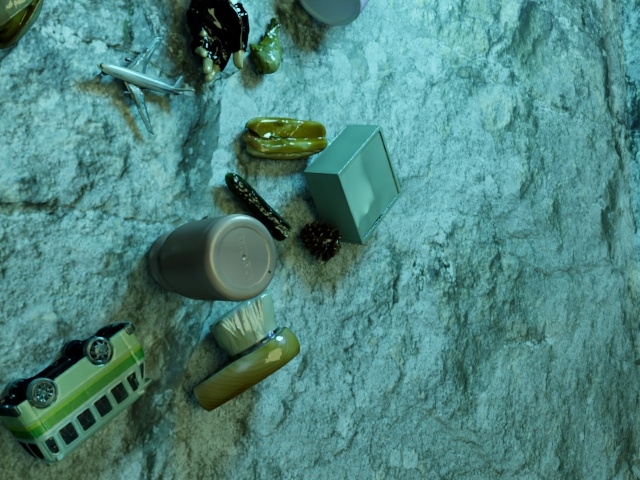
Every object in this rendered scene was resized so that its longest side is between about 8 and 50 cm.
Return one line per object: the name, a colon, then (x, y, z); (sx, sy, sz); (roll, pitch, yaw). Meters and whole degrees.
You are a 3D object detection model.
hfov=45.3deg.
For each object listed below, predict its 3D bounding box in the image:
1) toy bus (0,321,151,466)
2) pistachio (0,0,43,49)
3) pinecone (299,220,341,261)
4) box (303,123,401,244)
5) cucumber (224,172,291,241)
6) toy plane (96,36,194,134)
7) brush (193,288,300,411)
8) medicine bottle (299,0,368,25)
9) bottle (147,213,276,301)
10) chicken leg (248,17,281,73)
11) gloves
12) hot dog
toy bus: (-0.457, 0.285, 1.459); (0.276, 0.134, 0.164); (-37, 107, -38)
pistachio: (-0.587, -0.467, 1.470); (0.129, 0.132, 0.206); (48, 48, -59)
pinecone: (0.001, -0.002, 1.958); (0.109, 0.102, 0.102); (40, 54, 2)
box: (0.086, -0.150, 2.000); (0.225, 0.118, 0.225); (-50, 133, -36)
cucumber: (-0.156, -0.085, 1.847); (0.052, 0.058, 0.214); (-44, 114, 0)
toy plane: (-0.389, -0.350, 1.681); (0.226, 0.058, 0.225); (9, 81, -38)
brush: (-0.186, 0.244, 1.703); (0.267, 0.174, 0.166); (-35, 93, -24)
medicine bottle: (0.097, -0.778, 2.089); (0.219, 0.219, 0.388); (45, 56, -28)
bottle: (-0.230, 0.030, 1.600); (0.173, 0.297, 0.206); (47, 60, -25)
chicken leg: (-0.134, -0.495, 1.938); (0.093, 0.070, 0.178); (30, 56, -28)
gloves: (-0.247, -0.473, 1.798); (0.165, 0.124, 0.203); (19, 95, -9)
hot dog: (-0.085, -0.255, 1.932); (0.270, 0.072, 0.109); (-3, 87, -41)
